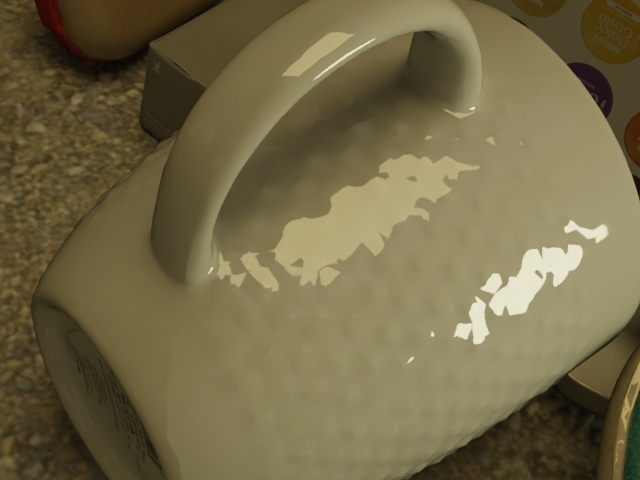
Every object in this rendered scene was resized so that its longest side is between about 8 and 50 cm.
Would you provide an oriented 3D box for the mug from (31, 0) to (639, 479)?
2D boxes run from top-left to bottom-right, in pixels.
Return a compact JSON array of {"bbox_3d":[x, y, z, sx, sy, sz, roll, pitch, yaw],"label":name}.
[{"bbox_3d":[0.000,0.000,0.806,0.328,0.374,0.276,-30,59,-25],"label":"mug"}]

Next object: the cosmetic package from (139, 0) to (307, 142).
[{"bbox_3d":[-0.025,-0.147,1.096,0.127,0.107,0.238,41,56,18],"label":"cosmetic package"}]

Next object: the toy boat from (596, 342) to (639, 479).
[{"bbox_3d":[0.340,0.167,0.875,0.318,0.148,0.268,13,76,-17],"label":"toy boat"}]

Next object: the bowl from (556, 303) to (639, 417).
[{"bbox_3d":[0.250,0.091,1.006,0.142,0.053,0.142,24,50,5],"label":"bowl"}]

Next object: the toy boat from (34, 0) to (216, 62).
[{"bbox_3d":[-0.177,-0.260,1.141,0.151,0.151,0.231,16,42,38],"label":"toy boat"}]

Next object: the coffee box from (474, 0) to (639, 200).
[{"bbox_3d":[0.321,-0.185,1.034,0.337,0.334,0.338,36,41,16],"label":"coffee box"}]
